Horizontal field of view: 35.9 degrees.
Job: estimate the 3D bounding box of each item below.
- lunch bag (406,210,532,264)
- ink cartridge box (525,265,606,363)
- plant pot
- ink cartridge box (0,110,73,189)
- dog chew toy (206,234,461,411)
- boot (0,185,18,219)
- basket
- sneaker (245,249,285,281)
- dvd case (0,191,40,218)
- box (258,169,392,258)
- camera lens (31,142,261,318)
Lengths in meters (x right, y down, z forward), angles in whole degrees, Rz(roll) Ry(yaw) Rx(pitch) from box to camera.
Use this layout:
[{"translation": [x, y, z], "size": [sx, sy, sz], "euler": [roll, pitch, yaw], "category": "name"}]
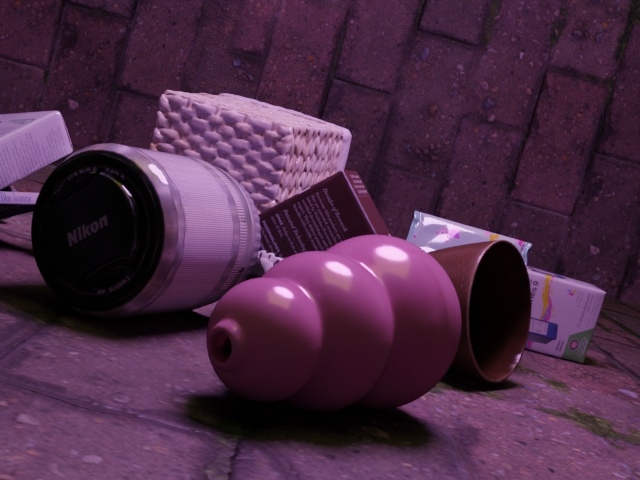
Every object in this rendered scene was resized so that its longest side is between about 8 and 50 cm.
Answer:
[{"translation": [0.237, 0.087, 1.771], "size": [0.223, 0.160, 0.262], "euler": [15, -30, 5], "category": "lunch bag"}, {"translation": [0.435, 0.139, 1.964], "size": [0.212, 0.154, 0.093], "euler": [16, 8, -7], "category": "ink cartridge box"}, {"translation": [0.180, 0.102, 1.551], "size": [0.230, 0.215, 0.215], "euler": [2, -3, 37], "category": "plant pot"}, {"translation": [-0.533, -0.071, 1.219], "size": [0.324, 0.071, 0.330], "euler": [3, 29, 36], "category": "ink cartridge box"}, {"translation": [0.011, 0.099, 1.104], "size": [0.206, 0.206, 0.332], "euler": [21, 15, 39], "category": "dog chew toy"}, {"translation": [-0.550, -0.085, 1.599], "size": [0.161, 0.083, 0.246], "euler": [19, -14, 37], "category": "boot"}, {"translation": [-0.158, -0.115, 2.003], "size": [0.331, 0.328, 0.266], "euler": [19, 11, 22], "category": "basket"}, {"translation": [-0.060, 0.088, 1.398], "size": [0.234, 0.106, 0.078], "euler": [27, -31, 35], "category": "sneaker"}, {"translation": [-0.526, -0.045, 1.451], "size": [0.180, 0.022, 0.253], "euler": [-11, -1, 16], "category": "dvd case"}, {"translation": [0.000, 0.000, 1.662], "size": [0.203, 0.167, 0.168], "euler": [-28, -3, 10], "category": "box"}, {"translation": [-0.228, -0.011, 1.319], "size": [0.219, 0.219, 0.274], "euler": [18, 7, 23], "category": "camera lens"}]
